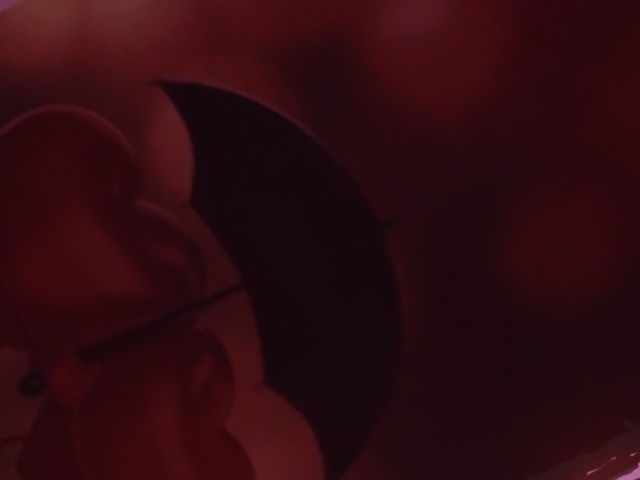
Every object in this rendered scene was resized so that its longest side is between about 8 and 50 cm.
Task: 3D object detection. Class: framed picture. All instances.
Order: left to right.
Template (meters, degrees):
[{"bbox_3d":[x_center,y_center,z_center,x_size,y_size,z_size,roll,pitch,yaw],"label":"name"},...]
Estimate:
[{"bbox_3d":[0.000,0.000,0.487,0.290,0.020,0.211,-27,90,3],"label":"framed picture"}]
